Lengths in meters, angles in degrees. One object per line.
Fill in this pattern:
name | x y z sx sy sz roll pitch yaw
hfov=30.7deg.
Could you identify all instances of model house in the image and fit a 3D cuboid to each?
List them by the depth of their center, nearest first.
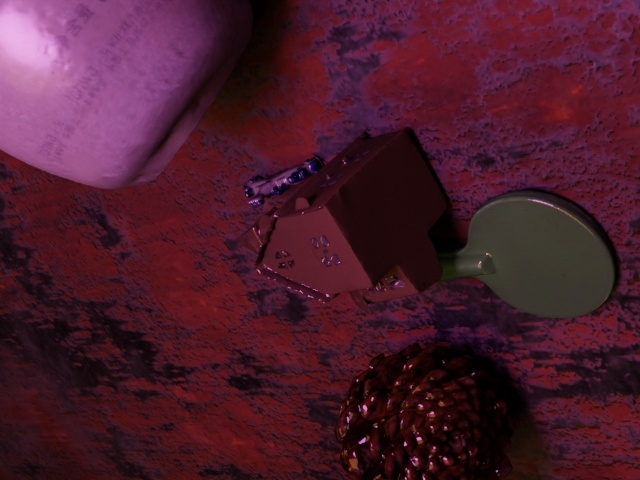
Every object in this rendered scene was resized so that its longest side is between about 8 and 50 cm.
model house | 0.000 0.000 1.311 0.248 0.181 0.176 -10 116 46

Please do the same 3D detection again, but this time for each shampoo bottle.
shampoo bottle | -0.243 -0.226 1.222 0.317 0.322 0.322 37 142 -1

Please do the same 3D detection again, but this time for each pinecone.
pinecone | 0.119 0.227 1.395 0.221 0.221 0.221 24 137 25

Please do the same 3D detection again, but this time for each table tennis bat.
table tennis bat | 0.199 0.021 1.269 0.257 0.039 0.160 -7 119 39

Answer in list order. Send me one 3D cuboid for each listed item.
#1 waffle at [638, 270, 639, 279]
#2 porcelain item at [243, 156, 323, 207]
waffle | 0.401 0.072 1.050 0.253 0.056 0.249 5 108 55
porcelain item | -0.061 -0.062 1.397 0.136 0.075 0.021 -15 112 49
